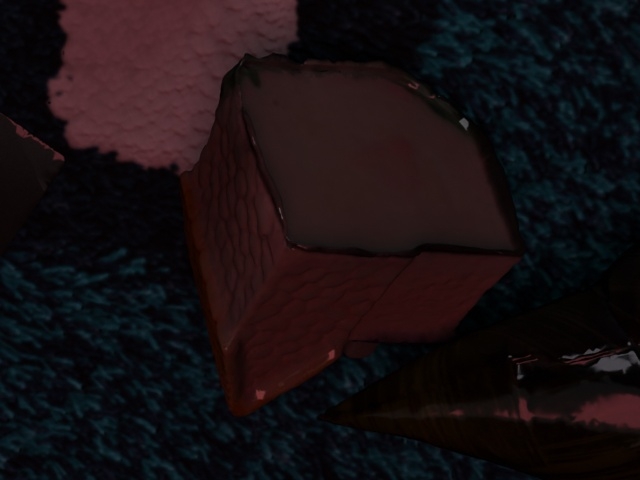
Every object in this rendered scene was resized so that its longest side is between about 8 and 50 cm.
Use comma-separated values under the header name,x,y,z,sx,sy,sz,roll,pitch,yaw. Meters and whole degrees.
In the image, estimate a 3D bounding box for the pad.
name,x,y,z,sx,sy,sz,roll,pitch,yaw
pad,-0.338,-0.033,1.418,0.143,0.003,0.211,36,109,-9

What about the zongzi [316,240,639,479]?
name,x,y,z,sx,sy,sz,roll,pitch,yaw
zongzi,0.264,0.209,1.344,0.432,0.208,0.403,-23,110,4

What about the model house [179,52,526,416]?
name,x,y,z,sx,sy,sz,roll,pitch,yaw
model house,0.000,0.000,1.322,0.237,0.202,0.237,0,143,-33
